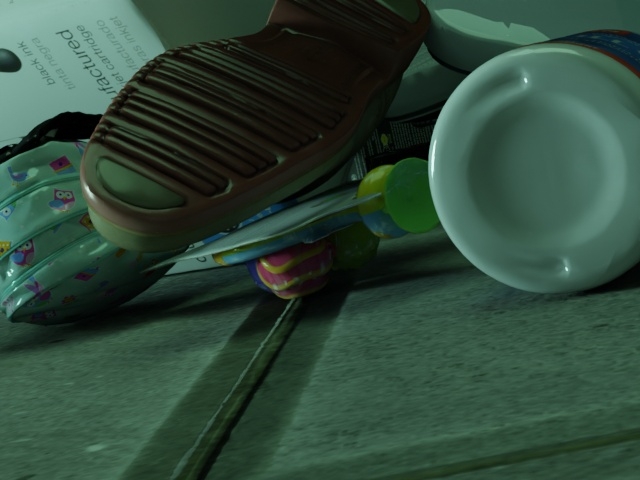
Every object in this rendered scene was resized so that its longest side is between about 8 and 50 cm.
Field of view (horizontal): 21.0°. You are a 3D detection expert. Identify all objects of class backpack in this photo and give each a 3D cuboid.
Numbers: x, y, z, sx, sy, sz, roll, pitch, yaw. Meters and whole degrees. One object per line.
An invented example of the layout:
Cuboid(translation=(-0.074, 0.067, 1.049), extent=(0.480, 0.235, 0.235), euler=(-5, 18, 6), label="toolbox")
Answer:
Cuboid(translation=(-0.165, -0.009, 1.152), extent=(0.152, 0.115, 0.182), euler=(-40, -15, 11), label="backpack")

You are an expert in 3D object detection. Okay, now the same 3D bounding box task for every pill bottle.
Cuboid(translation=(0.145, -0.050, 0.920), extent=(0.124, 0.124, 0.221), euler=(-10, 6, 21), label="pill bottle")

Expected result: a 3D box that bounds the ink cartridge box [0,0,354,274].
Cuboid(translation=(-0.208, -0.109, 1.359), extent=(0.395, 0.285, 0.166), euler=(-9, 46, 31), label="ink cartridge box")

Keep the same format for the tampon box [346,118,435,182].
Cuboid(translation=(0.111, -0.098, 1.630), extent=(0.161, 0.101, 0.120), euler=(-7, 8, 40), label="tampon box")

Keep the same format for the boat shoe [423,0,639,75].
Cuboid(translation=(0.250, -0.109, 1.224), extent=(0.367, 0.156, 0.136), euler=(-1, 40, -6), label="boat shoe")

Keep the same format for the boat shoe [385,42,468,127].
Cuboid(translation=(0.197, -0.137, 1.327), extent=(0.335, 0.119, 0.121), euler=(-17, 23, 25), label="boat shoe")

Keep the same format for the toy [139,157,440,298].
Cuboid(translation=(0.000, 0.000, 1.053), extent=(0.137, 0.056, 0.237), euler=(-23, 1, -30), label="toy")

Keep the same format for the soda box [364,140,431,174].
Cuboid(translation=(0.124, -0.058, 1.401), extent=(0.169, 0.060, 0.053), euler=(-12, 5, -3), label="soda box")

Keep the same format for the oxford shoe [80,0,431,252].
Cuboid(translation=(-0.035, -0.057, 1.075), extent=(0.123, 0.130, 0.348), euler=(31, 36, 16), label="oxford shoe")
